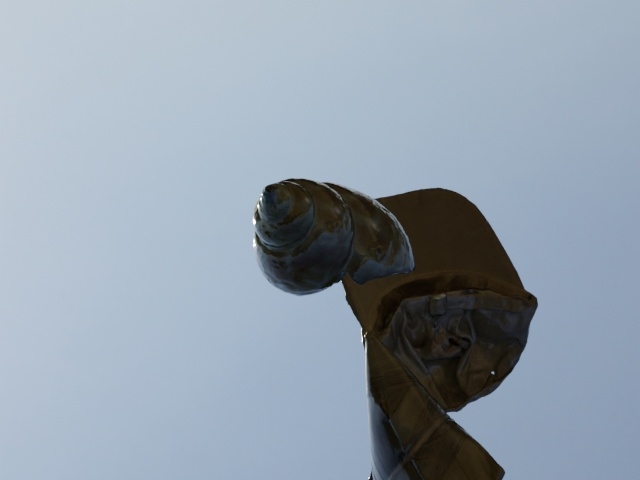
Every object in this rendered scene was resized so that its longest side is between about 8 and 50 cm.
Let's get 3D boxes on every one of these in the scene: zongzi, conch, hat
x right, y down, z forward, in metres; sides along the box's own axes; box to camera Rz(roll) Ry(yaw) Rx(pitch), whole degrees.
[{"bbox_3d":[0.073,0.207,1.553,0.094,0.204,0.205,-34,174,-24],"label":"zongzi"},{"bbox_3d":[0.004,-0.004,1.301,0.173,0.106,0.116,3,-165,-26],"label":"conch"},{"bbox_3d":[0.121,0.069,1.743,0.214,0.149,0.244,-10,-135,-14],"label":"hat"}]
